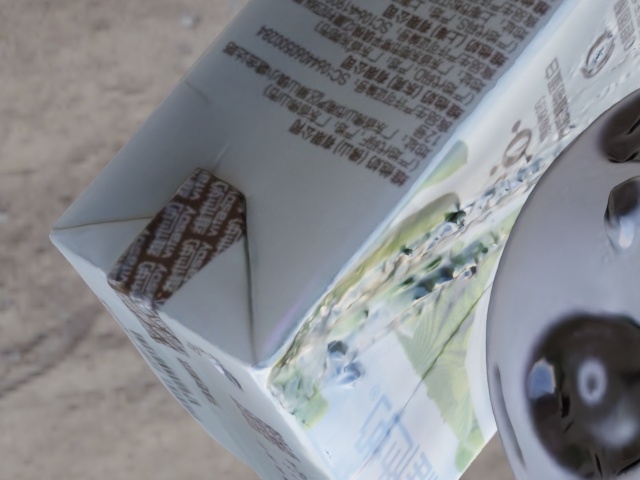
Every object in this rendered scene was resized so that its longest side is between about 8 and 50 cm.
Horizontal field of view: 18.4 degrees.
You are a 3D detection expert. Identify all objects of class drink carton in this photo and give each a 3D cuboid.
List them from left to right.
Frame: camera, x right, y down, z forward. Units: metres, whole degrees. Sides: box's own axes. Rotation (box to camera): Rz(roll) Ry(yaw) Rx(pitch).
[{"bbox_3d":[0.060,-0.050,0.847,0.324,0.132,0.194,-51,146,-15],"label":"drink carton"}]

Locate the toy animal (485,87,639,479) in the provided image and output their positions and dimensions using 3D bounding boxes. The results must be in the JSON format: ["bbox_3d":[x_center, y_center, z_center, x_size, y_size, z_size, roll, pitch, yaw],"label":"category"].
[{"bbox_3d":[0.158,0.033,0.522,0.235,0.187,0.165,11,156,29],"label":"toy animal"}]
